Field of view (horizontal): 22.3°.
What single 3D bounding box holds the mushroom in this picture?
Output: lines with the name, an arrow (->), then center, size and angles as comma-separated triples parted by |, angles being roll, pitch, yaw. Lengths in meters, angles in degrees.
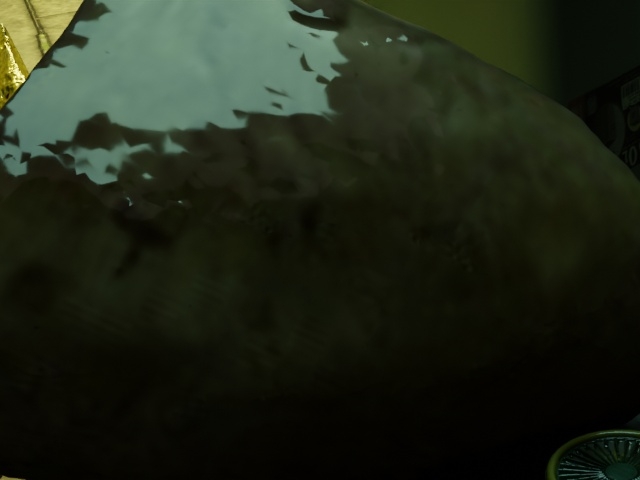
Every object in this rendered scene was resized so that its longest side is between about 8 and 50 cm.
mushroom -> -0.003, 0.035, 0.915 | 0.397, 0.224, 0.313 | 25, 53, 9

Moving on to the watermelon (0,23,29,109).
watermelon -> -0.307, -0.130, 1.559 | 0.075, 0.092, 0.181 | -23, 35, -6

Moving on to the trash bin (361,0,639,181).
trash bin -> 0.112, -0.133, 1.154 | 0.223, 0.343, 0.158 | 17, 35, 40

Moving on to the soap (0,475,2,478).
soap -> -0.219, 0.109, 1.006 | 0.089, 0.033, 0.168 | 13, 64, 29

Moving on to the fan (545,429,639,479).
fan -> 0.168, 0.157, 0.860 | 0.082, 0.039, 0.155 | -6, 25, -2
